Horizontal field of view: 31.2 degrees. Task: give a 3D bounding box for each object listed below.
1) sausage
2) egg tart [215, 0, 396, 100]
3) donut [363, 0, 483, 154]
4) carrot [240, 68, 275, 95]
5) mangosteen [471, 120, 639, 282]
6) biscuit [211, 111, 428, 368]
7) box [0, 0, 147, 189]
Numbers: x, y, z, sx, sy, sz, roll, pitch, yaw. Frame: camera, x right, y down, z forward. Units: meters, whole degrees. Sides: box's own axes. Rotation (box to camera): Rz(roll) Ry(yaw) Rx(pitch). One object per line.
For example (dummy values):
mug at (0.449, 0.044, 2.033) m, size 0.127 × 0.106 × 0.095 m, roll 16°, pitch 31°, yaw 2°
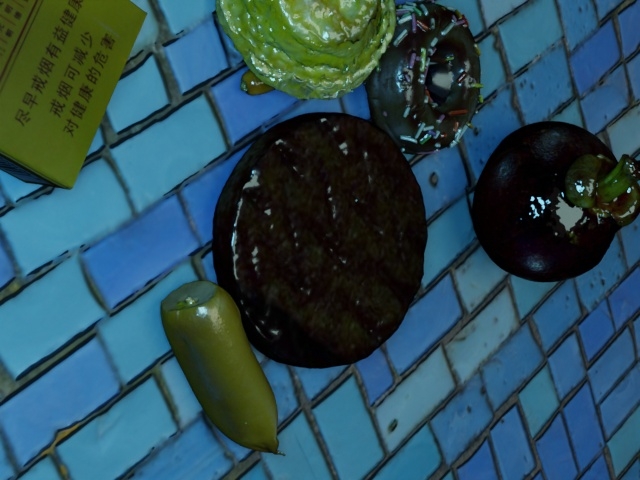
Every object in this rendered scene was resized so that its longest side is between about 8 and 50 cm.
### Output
sausage at (-0.132, 0.209, 1.686) m, size 0.112 × 0.112 × 0.328 m, roll -40°, pitch 121°, yaw -31°
egg tart at (-0.010, -0.353, 1.653) m, size 0.293 × 0.123 × 0.294 m, roll 2°, pitch 85°, yaw -20°
donut at (0.176, -0.268, 1.894) m, size 0.269 × 0.103 × 0.270 m, roll -12°, pitch 106°, yaw -48°
carrot at (-0.014, -0.267, 1.740) m, size 0.247 × 0.043 × 0.043 m, roll -21°, pitch 111°, yaw -27°
mangosteen at (0.421, -0.065, 2.036) m, size 0.297 × 0.293 × 0.297 m, roll -44°, pitch 142°, yaw -50°
biscuit at (0.000, 0.000, 1.792) m, size 0.407 × 0.091 × 0.408 m, roll -6°, pitch 99°, yaw -39°
box at (-0.422, -0.263, 1.328) m, size 0.415 × 0.115 × 0.264 m, roll 31°, pitch 76°, yaw -44°
